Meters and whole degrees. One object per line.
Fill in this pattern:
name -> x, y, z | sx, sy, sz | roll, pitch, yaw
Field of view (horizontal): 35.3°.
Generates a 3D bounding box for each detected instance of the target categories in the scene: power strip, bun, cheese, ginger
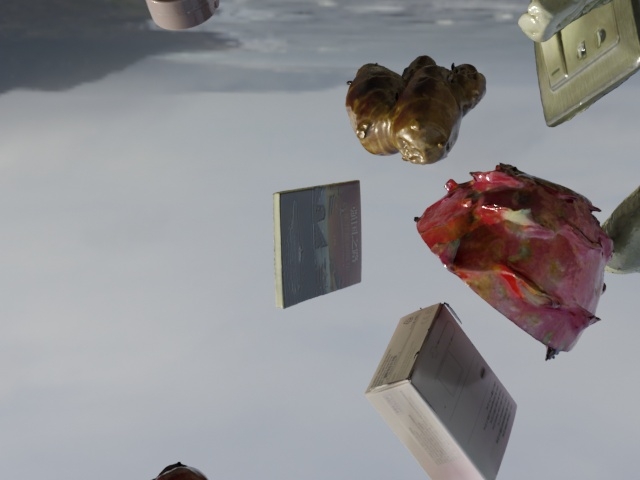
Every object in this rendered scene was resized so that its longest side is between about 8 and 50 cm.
power strip -> 0.399, -0.322, 1.456 | 0.092, 0.257, 0.251 | 0, 167, -23
bun -> 0.631, -0.022, 1.945 | 0.141, 0.239, 0.239 | 44, -162, 8
power strip -> -0.291, -0.512, 2.090 | 0.154, 0.078, 0.154 | -5, -130, 7
cheese -> 0.319, -0.297, 1.207 | 0.194, 0.043, 0.065 | -30, 159, -22
ginger -> 0.186, -0.296, 2.128 | 0.357, 0.274, 0.152 | 19, 156, 48

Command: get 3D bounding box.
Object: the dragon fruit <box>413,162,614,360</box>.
dragon fruit -> 0.357, 0.004, 1.749 | 0.371, 0.249, 0.386 | 46, -165, 31

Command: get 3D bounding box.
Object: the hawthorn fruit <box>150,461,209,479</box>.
hawthorn fruit -> -0.307, 0.630, 2.292 | 0.189, 0.189, 0.251 | -7, -133, -45

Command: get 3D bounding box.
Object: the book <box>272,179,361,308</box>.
book -> 0.000, 0.000, 2.380 | 0.028, 0.263, 0.374 | 2, -172, 31

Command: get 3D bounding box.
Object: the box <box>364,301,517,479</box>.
box -> 0.205, 0.261, 1.650 | 0.106, 0.252, 0.203 | -26, -160, 35
